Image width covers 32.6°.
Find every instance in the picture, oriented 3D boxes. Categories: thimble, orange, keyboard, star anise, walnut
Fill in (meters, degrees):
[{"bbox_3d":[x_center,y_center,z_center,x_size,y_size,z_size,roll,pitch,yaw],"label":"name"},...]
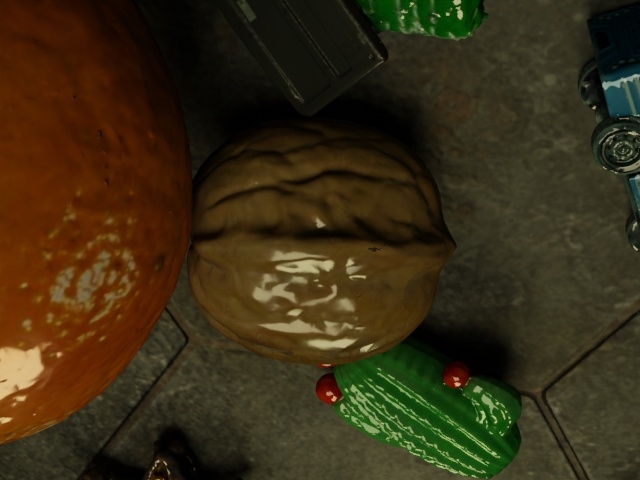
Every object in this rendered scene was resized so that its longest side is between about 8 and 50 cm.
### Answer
[{"bbox_3d":[0.073,-0.201,0.731,0.090,0.118,0.130,8,110,13],"label":"thimble"},{"bbox_3d":[-0.297,-0.042,0.774,0.424,0.326,0.423,14,120,25],"label":"orange"},{"bbox_3d":[-0.033,-0.170,0.754,0.103,0.041,0.381,-31,90,44],"label":"keyboard"},{"bbox_3d":[-0.172,0.302,1.184,0.220,0.099,0.214,15,115,8],"label":"star anise"},{"bbox_3d":[0.000,0.000,0.857,0.213,0.213,0.213,7,127,9],"label":"walnut"}]

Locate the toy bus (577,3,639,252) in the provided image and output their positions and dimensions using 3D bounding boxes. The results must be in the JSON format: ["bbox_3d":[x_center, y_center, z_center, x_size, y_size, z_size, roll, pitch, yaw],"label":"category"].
[{"bbox_3d":[0.276,-0.052,0.796,0.134,0.113,0.246,-18,119,18],"label":"toy bus"}]

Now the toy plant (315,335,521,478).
[{"bbox_3d":[0.071,0.142,1.008,0.240,0.088,0.154,19,143,8],"label":"toy plant"}]
